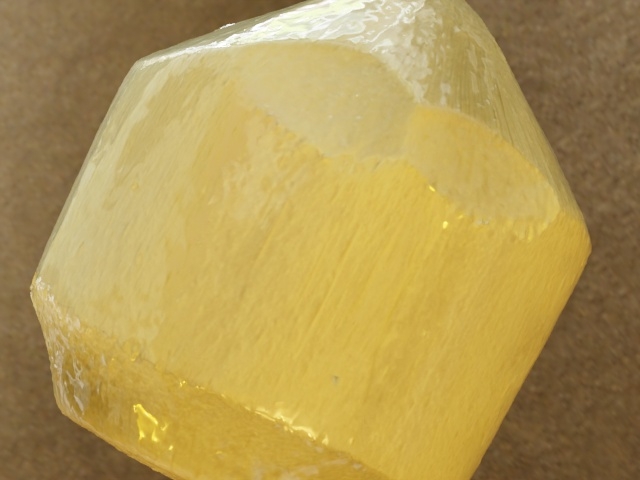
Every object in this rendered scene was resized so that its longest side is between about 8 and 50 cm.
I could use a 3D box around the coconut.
[{"bbox_3d":[0.000,0.000,0.718,0.237,0.237,0.266,28,84,39],"label":"coconut"}]
